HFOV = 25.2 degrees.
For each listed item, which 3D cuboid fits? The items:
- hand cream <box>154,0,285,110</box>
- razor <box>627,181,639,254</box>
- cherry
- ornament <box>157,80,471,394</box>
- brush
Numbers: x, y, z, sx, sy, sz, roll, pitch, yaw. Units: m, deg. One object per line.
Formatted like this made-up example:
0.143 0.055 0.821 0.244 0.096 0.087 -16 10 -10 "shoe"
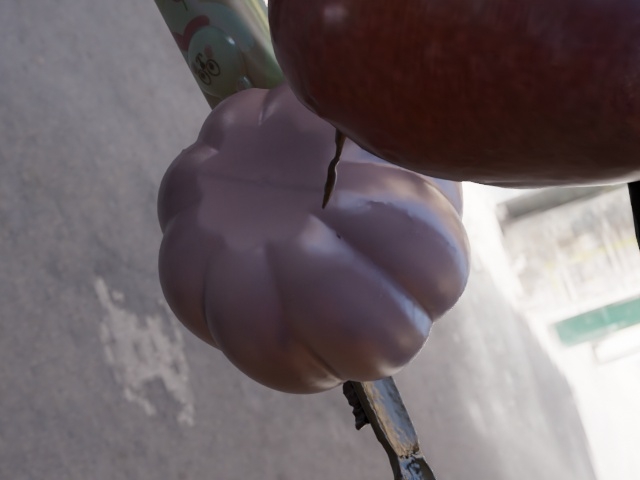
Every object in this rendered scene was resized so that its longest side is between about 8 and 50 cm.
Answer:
-0.101 -0.222 1.281 0.093 0.147 0.305 -23 81 -34 "hand cream"
0.097 -0.100 0.287 0.324 0.056 0.093 75 10 -65 "razor"
0.050 -0.056 0.356 0.106 0.126 0.087 16 74 -73 "cherry"
0.000 0.000 0.804 0.177 0.177 0.177 56 22 -36 "ornament"
0.058 0.162 1.154 0.043 0.036 0.248 -16 75 -36 "brush"
